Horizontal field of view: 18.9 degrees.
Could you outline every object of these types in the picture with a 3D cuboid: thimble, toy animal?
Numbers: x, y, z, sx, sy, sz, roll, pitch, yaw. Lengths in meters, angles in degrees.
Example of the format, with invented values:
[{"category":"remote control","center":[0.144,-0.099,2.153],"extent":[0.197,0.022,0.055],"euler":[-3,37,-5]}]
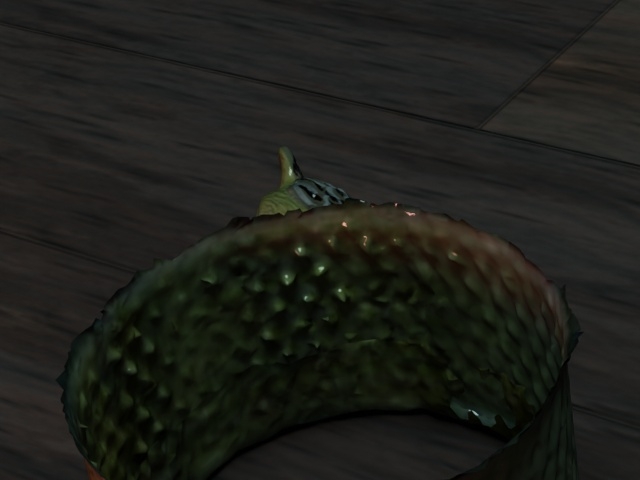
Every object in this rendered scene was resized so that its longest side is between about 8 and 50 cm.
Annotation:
[{"category":"thimble","center":[0.009,0.112,1.019],"extent":[0.270,0.150,0.271],"euler":[-8,33,5]},{"category":"toy animal","center":[0.000,0.000,1.237],"extent":[0.098,0.098,0.137],"euler":[0,53,15]}]
